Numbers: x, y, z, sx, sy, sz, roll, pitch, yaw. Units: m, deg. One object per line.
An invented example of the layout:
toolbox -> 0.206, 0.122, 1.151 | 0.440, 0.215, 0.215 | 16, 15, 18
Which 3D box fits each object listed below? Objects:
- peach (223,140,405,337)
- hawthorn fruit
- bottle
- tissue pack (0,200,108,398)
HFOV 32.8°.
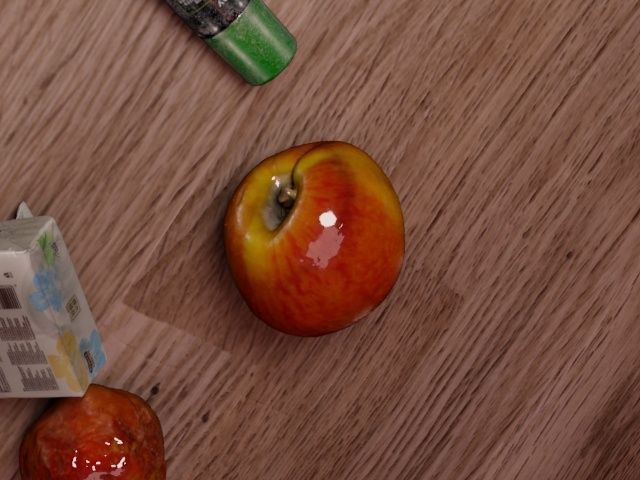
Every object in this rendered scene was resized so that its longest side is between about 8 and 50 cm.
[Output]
peach -> 0.000, 0.000, 1.472 | 0.281, 0.238, 0.280 | -26, 124, -46
hawthorn fruit -> -0.302, 0.322, 1.496 | 0.208, 0.243, 0.207 | -9, 114, -20
bottle -> -0.162, -0.327, 1.331 | 0.093, 0.093, 0.330 | -45, 121, 3
tissue pack -> -0.386, 0.077, 1.424 | 0.159, 0.145, 0.229 | -4, 120, 17
